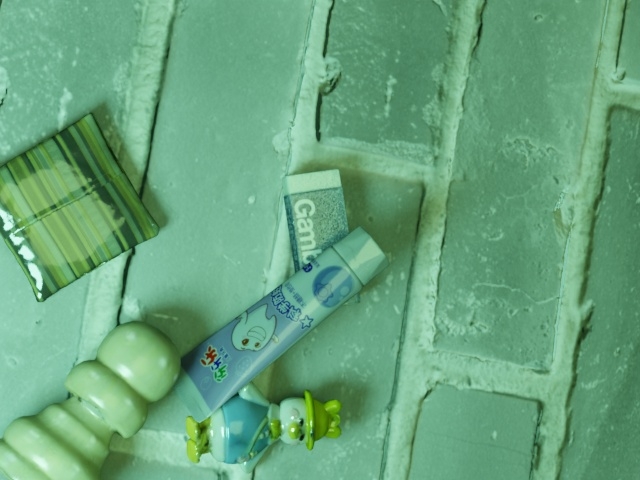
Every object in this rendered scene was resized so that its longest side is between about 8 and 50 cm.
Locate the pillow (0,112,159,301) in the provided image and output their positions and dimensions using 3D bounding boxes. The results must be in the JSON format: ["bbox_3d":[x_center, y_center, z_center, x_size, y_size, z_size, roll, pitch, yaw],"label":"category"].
[{"bbox_3d":[-0.376,-0.048,1.831,0.212,0.052,0.208,-31,99,-13],"label":"pillow"}]

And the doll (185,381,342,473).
[{"bbox_3d":[-0.085,0.278,1.873,0.241,0.099,0.135,-4,76,-13],"label":"doll"}]

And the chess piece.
[{"bbox_3d":[-0.328,0.246,1.792,0.167,0.167,0.300,43,71,-9],"label":"chess piece"}]

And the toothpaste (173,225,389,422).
[{"bbox_3d":[-0.061,0.123,1.854,0.371,0.125,0.080,-39,137,-2],"label":"toothpaste"}]

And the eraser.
[{"bbox_3d":[0.000,0.000,1.931,0.091,0.046,0.213,-8,89,-14],"label":"eraser"}]
